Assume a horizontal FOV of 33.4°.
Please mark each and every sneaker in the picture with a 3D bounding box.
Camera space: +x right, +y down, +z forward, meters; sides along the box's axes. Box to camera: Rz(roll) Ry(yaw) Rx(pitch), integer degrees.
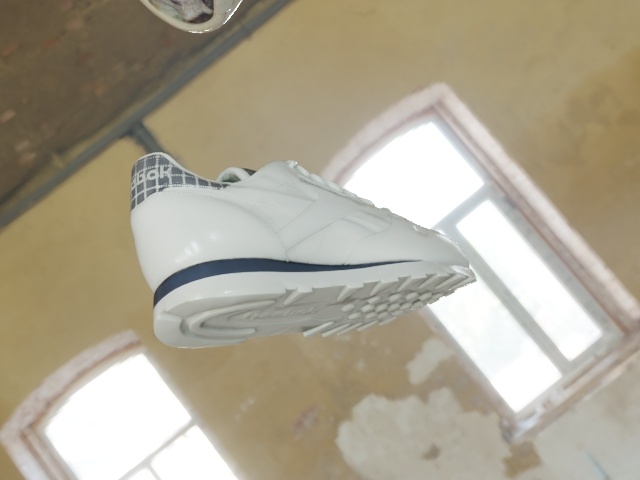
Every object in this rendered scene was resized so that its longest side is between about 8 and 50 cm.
[{"bbox_3d":[0.000,0.000,0.602,0.235,0.094,0.090,4,-33,-46],"label":"sneaker"}]

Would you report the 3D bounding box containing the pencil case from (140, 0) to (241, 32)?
[{"bbox_3d":[-0.038,-0.355,1.074,0.410,0.184,0.160,-45,-31,-39],"label":"pencil case"}]
